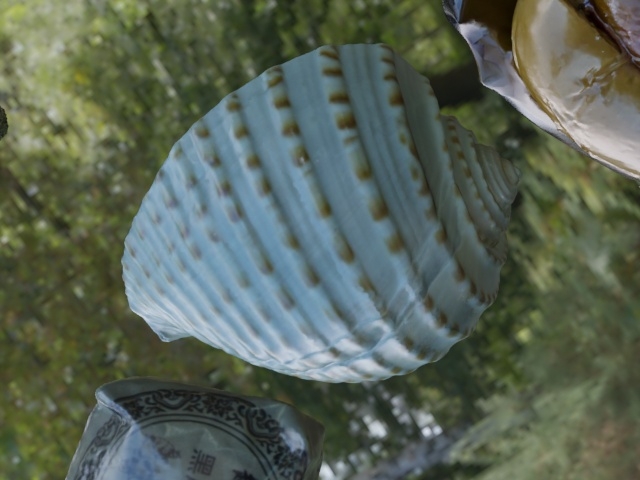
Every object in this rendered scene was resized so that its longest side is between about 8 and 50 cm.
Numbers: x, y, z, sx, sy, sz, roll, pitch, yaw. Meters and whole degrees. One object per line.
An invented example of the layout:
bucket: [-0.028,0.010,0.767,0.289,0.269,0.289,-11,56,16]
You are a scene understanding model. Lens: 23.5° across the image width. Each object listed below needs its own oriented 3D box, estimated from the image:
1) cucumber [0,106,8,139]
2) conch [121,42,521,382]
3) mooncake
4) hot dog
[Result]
cucumber: [-0.336,-0.114,1.455,0.067,0.067,0.245,55,-174,-2]
conch: [0.012,0.008,1.254,0.215,0.319,0.303,47,176,35]
mooncake: [-0.135,0.262,1.512,0.250,0.254,0.136,15,-178,7]
hot dog: [0.231,-0.120,0.920,0.326,0.194,0.107,11,-171,-32]
